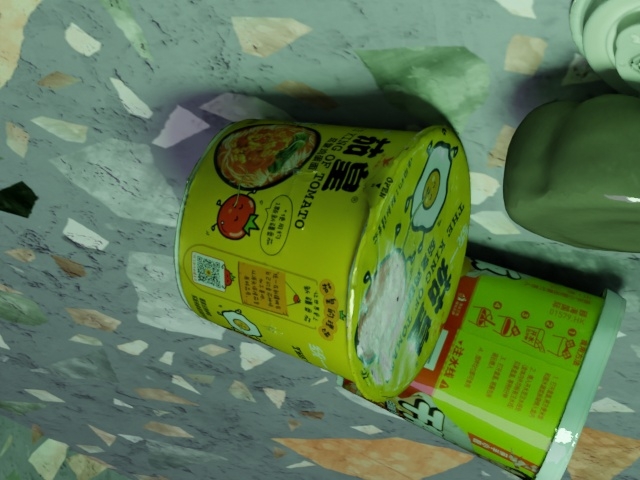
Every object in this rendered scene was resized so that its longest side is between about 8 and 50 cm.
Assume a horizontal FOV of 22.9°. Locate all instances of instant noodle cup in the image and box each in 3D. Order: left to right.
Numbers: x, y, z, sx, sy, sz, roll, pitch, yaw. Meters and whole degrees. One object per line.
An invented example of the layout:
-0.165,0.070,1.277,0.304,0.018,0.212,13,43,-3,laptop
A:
0.000,0.000,1.831,0.254,0.325,0.325,15,154,24,instant noodle cup
0.196,0.144,2.032,0.308,0.293,0.294,22,153,5,instant noodle cup

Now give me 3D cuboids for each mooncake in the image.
0.330,-0.066,1.651,0.275,0.135,0.275,10,171,2,mooncake

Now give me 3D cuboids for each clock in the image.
0.358,-0.188,1.546,0.237,0.053,0.236,12,153,6,clock
